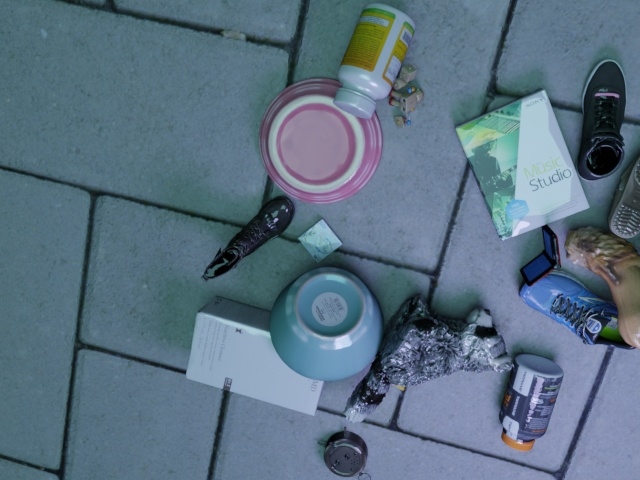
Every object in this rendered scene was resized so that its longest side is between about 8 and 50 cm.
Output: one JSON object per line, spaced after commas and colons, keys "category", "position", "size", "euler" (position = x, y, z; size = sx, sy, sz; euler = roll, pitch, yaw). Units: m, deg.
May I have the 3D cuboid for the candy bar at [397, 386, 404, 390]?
{"category": "candy bar", "position": [0.265, 0.364, 1.750], "size": [0.040, 0.018, 0.161], "euler": [34, 107, -3]}

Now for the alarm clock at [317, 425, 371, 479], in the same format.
{"category": "alarm clock", "position": [0.087, 0.659, 1.837], "size": [0.129, 0.064, 0.192], "euler": [-36, 99, 16]}

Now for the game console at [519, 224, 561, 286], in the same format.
{"category": "game console", "position": [0.549, 0.034, 1.550], "size": [0.085, 0.144, 0.124], "euler": [-10, 103, 11]}

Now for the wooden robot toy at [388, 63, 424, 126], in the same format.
{"category": "wooden robot toy", "position": [0.224, -0.370, 1.543], "size": [0.076, 0.079, 0.173], "euler": [38, 147, 36]}

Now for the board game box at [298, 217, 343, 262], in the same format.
{"category": "board game box", "position": [0.000, 0.000, 1.697], "size": [0.090, 0.020, 0.090], "euler": [-37, 96, 17]}

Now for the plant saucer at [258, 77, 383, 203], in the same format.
{"category": "plant saucer", "position": [-0.005, -0.254, 1.599], "size": [0.332, 0.084, 0.332], "euler": [2, 106, 9]}

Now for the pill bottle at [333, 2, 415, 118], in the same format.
{"category": "pill bottle", "position": [0.122, -0.426, 1.473], "size": [0.136, 0.136, 0.245], "euler": [23, 90, 3]}

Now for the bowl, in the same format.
{"category": "bowl", "position": [0.021, 0.192, 1.587], "size": [0.312, 0.163, 0.311], "euler": [1, 64, -2]}

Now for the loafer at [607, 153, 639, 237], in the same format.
{"category": "loafer", "position": [0.778, -0.131, 1.501], "size": [0.102, 0.092, 0.268], "euler": [31, 91, 1]}

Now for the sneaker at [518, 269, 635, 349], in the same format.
{"category": "sneaker", "position": [0.670, 0.180, 1.568], "size": [0.330, 0.147, 0.129], "euler": [23, 107, 4]}

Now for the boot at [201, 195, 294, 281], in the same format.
{"category": "boot", "position": [-0.186, 0.001, 1.619], "size": [0.263, 0.229, 0.091], "euler": [-43, 94, 17]}

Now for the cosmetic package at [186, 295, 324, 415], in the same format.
{"category": "cosmetic package", "position": [-0.162, 0.322, 1.739], "size": [0.385, 0.156, 0.217], "euler": [14, 105, 7]}

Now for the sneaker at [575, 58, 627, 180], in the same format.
{"category": "sneaker", "position": [0.676, -0.278, 1.447], "size": [0.105, 0.147, 0.295], "euler": [6, 104, 10]}

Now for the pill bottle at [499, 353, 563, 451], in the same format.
{"category": "pill bottle", "position": [0.563, 0.445, 1.663], "size": [0.130, 0.130, 0.245], "euler": [12, 106, 6]}

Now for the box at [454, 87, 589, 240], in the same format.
{"category": "box", "position": [0.506, -0.187, 1.545], "size": [0.232, 0.058, 0.322], "euler": [-23, 99, 14]}

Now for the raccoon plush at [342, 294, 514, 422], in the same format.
{"category": "raccoon plush", "position": [0.299, 0.352, 1.663], "size": [0.299, 0.216, 0.446], "euler": [30, 115, -6]}

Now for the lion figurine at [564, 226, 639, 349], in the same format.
{"category": "lion figurine", "position": [0.746, 0.135, 1.470], "size": [0.240, 0.392, 0.142], "euler": [11, 135, -24]}
